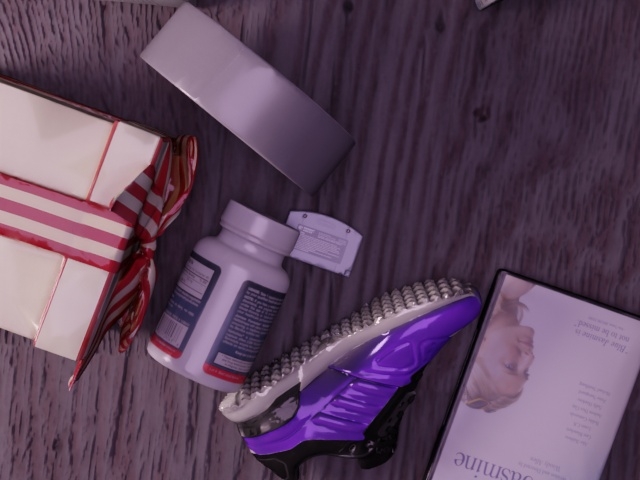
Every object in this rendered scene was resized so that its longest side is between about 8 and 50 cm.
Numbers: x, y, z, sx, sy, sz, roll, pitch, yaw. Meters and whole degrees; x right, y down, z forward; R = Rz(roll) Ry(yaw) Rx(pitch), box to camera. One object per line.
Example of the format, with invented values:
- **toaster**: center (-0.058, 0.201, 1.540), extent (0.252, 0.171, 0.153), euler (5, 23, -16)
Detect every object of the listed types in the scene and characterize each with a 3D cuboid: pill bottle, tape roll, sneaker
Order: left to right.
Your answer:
- **pill bottle**: center (-0.094, 0.055, 1.460), extent (0.108, 0.108, 0.180), euler (26, 92, -3)
- **tape roll**: center (-0.071, -0.138, 1.392), extent (0.219, 0.219, 0.072), euler (39, 90, -4)
- **sneaker**: center (0.054, 0.155, 1.483), extent (0.293, 0.102, 0.146), euler (-30, 98, 5)

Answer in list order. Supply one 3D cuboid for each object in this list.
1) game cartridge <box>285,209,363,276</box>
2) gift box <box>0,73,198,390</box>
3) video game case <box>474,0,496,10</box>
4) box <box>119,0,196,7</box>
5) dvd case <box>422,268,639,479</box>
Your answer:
- **game cartridge**: center (0.000, 0.000, 1.506), extent (0.083, 0.017, 0.056), euler (20, 96, -3)
- **gift box**: center (-0.274, -0.019, 1.372), extent (0.258, 0.276, 0.255), euler (20, 98, -5)
- **video game case**: center (0.221, -0.268, 1.419), extent (0.119, 0.166, 0.015), euler (-25, 94, 0)
- **box**: center (-0.177, -0.329, 1.394), extent (0.119, 0.182, 0.180), euler (7, 93, -1)
- **dvd case**: center (0.233, 0.176, 1.522), extent (0.180, 0.022, 0.253), euler (19, 93, -3)
